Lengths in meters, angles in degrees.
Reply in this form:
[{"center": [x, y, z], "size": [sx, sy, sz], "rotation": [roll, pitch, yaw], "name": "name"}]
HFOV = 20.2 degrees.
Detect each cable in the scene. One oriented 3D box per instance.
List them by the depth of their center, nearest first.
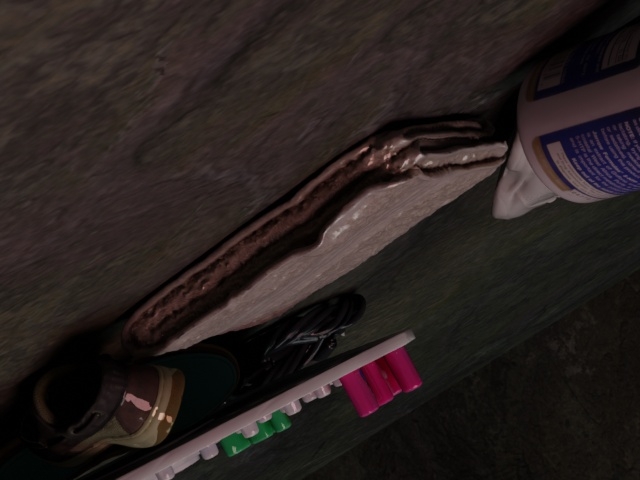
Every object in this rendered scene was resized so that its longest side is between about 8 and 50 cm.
[{"center": [-0.029, 0.111, 1.808], "size": [0.150, 0.047, 0.184], "rotation": [-38, 167, 36], "name": "cable"}]

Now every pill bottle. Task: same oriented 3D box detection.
[{"center": [0.235, -0.095, 1.220], "size": [0.112, 0.112, 0.187], "rotation": [-22, -175, -40], "name": "pill bottle"}]

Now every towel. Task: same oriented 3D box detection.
[{"center": [0.000, 0.000, 1.334], "size": [0.282, 0.049, 0.187], "rotation": [-35, 168, 28], "name": "towel"}]

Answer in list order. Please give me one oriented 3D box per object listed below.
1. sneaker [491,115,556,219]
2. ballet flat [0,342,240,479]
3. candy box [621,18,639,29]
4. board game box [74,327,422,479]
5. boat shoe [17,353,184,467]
[{"center": [0.190, -0.055, 1.420], "size": [0.094, 0.080, 0.212], "rotation": [14, 169, 3], "name": "sneaker"}, {"center": [-0.181, 0.145, 1.521], "size": [0.232, 0.080, 0.073], "rotation": [-26, -163, -11], "name": "ballet flat"}, {"center": [0.334, -0.129, 1.338], "size": [0.233, 0.159, 0.071], "rotation": [-32, 169, 8], "name": "candy box"}, {"center": [-0.140, 0.203, 1.532], "size": [0.390, 0.050, 0.390], "rotation": [-26, 178, -23], "name": "board game box"}, {"center": [-0.181, 0.120, 1.351], "size": [0.223, 0.073, 0.080], "rotation": [-16, -129, 56], "name": "boat shoe"}]
